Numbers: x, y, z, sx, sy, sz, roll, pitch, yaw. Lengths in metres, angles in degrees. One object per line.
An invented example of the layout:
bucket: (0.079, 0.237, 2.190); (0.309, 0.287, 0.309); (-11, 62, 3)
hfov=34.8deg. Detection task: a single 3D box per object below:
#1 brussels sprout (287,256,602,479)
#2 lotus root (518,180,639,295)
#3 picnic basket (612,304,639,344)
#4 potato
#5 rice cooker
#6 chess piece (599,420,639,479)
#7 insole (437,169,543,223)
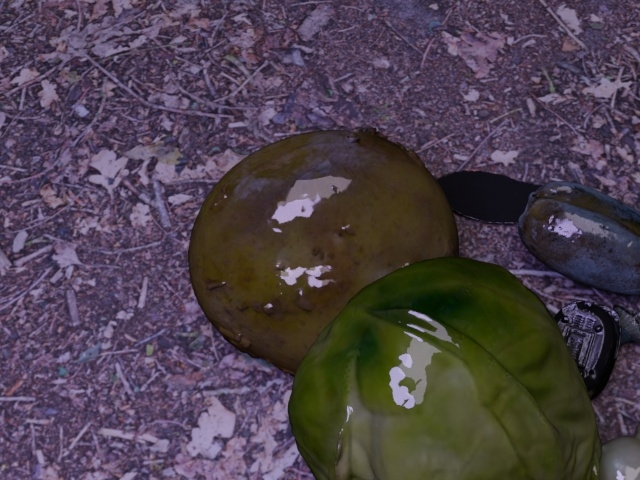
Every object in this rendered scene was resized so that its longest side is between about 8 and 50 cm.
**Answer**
brussels sprout: (0.170, 0.212, 1.439); (0.425, 0.361, 0.342); (-21, 28, -12)
lotus root: (0.482, 0.015, 1.695); (0.322, 0.140, 0.158); (26, 40, 13)
picnic basket: (0.507, 0.134, 1.658); (0.083, 0.065, 0.083); (-33, 55, 4)
potato: (0.000, 0.000, 1.645); (0.442, 0.319, 0.385); (-23, 58, -5)
rice cooker: (0.409, 0.173, 1.612); (0.112, 0.106, 0.165); (14, 82, 26)
chess piece: (0.540, 0.300, 1.499); (0.330, 0.182, 0.182); (-27, 60, -5)
insole: (0.357, -0.071, 1.825); (0.309, 0.012, 0.110); (6, 59, 8)
